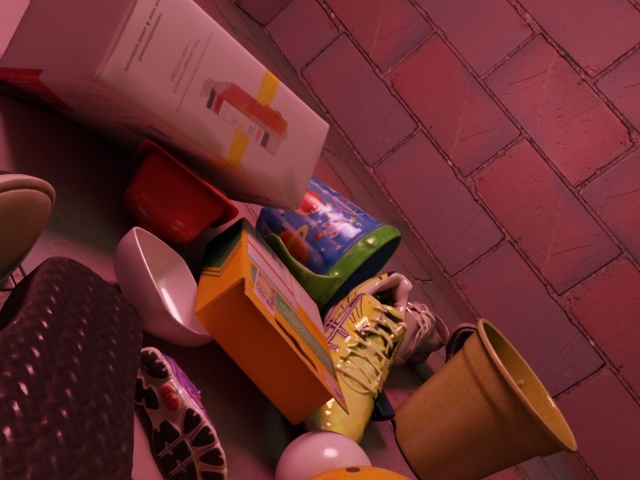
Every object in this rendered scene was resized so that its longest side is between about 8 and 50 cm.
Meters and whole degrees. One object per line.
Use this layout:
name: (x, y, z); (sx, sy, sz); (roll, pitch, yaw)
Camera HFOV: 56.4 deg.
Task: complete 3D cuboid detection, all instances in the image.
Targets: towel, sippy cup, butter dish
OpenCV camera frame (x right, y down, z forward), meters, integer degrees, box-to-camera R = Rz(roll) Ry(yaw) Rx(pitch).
towel: (0.085, 0.260, 1.043); (0.067, 0.029, 0.119); (26, 30, -55)
sippy cup: (0.000, 0.000, 1.167); (0.224, 0.240, 0.305); (45, -9, 15)
butter dish: (-0.218, -0.043, 0.834); (0.160, 0.118, 0.160); (39, -20, -15)

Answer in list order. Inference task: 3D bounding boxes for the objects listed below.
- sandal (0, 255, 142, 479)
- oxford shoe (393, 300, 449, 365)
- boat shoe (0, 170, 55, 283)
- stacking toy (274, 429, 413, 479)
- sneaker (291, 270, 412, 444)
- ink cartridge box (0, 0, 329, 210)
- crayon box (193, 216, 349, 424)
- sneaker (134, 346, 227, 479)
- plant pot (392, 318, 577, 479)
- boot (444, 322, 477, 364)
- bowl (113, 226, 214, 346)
sandal: (-0.227, 0.142, 0.449); (0.167, 0.107, 0.446); (46, 4, -15)
oxford shoe: (0.188, 0.194, 1.352); (0.169, 0.130, 0.449); (59, 15, 25)
boat shoe: (-0.324, -0.001, 0.438); (0.113, 0.127, 0.340); (26, 20, -2)
stacking toy: (0.035, 0.325, 0.525); (0.350, 0.350, 0.480); (45, -2, -20)
sneaker: (0.053, 0.169, 0.938); (0.145, 0.147, 0.384); (36, 31, -8)
ink cartridge box: (-0.212, -0.201, 0.877); (0.279, 0.160, 0.385); (14, -12, 38)
crayon box: (-0.074, 0.106, 0.822); (0.203, 0.083, 0.323); (52, 4, -18)
sneaker: (-0.139, 0.184, 0.627); (0.170, 0.068, 0.071); (57, 11, 23)
plant pot: (0.285, 0.332, 1.117); (0.276, 0.254, 0.276); (46, 16, -17)
boot: (0.336, 0.330, 1.384); (0.085, 0.236, 0.178); (7, 28, -1)
bowl: (-0.192, 0.066, 0.720); (0.142, 0.053, 0.142); (59, 1, 24)
